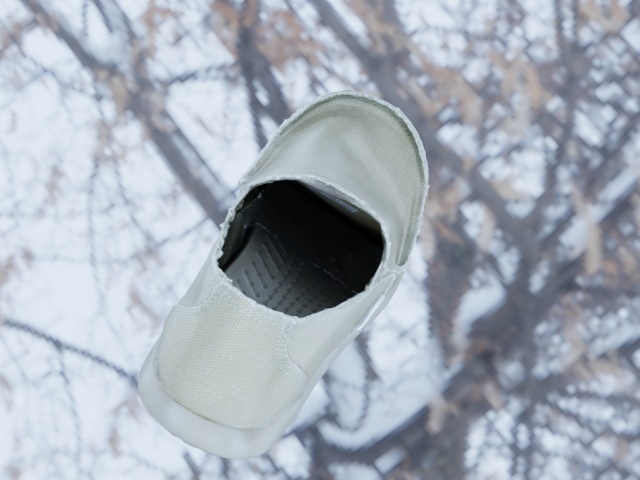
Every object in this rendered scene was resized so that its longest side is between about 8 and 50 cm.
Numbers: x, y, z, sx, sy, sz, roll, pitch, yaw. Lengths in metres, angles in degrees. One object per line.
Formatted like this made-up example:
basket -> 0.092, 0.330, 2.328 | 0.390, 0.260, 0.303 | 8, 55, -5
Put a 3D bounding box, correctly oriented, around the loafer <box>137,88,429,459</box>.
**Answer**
loafer -> 0.000, 0.000, 0.959 | 0.092, 0.102, 0.268 | -58, 3, 41
